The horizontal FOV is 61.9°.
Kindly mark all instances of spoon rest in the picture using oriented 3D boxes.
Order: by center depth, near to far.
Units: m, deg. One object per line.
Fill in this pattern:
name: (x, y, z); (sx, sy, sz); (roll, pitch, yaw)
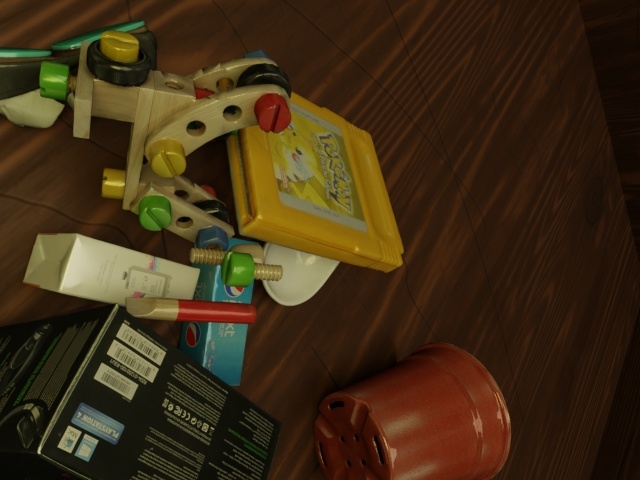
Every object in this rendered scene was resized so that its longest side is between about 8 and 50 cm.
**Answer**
spoon rest: (0.000, 0.000, 0.910); (0.276, 0.084, 0.137); (-42, 120, -37)

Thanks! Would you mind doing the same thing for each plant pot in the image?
plant pot: (0.150, 0.343, 0.967); (0.265, 0.272, 0.272); (-4, 95, -38)

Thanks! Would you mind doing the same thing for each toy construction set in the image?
toy construction set: (-0.177, -0.069, 0.571); (0.237, 0.257, 0.308); (7, 67, -32)

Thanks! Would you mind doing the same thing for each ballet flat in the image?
ballet flat: (-0.297, -0.181, 0.596); (0.280, 0.095, 0.096); (-30, 125, -41)

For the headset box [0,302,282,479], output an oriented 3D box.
headset box: (-0.232, 0.198, 0.549); (0.246, 0.283, 0.131); (50, 42, -36)

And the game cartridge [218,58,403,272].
game cartridge: (-0.003, -0.106, 0.832); (0.324, 0.053, 0.285); (15, 53, -42)

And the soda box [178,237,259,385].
soda box: (-0.149, 0.100, 0.771); (0.071, 0.067, 0.210); (13, 83, -46)

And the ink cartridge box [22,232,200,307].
ink cartridge box: (-0.233, 0.048, 0.650); (0.198, 0.115, 0.067); (24, 74, -45)
